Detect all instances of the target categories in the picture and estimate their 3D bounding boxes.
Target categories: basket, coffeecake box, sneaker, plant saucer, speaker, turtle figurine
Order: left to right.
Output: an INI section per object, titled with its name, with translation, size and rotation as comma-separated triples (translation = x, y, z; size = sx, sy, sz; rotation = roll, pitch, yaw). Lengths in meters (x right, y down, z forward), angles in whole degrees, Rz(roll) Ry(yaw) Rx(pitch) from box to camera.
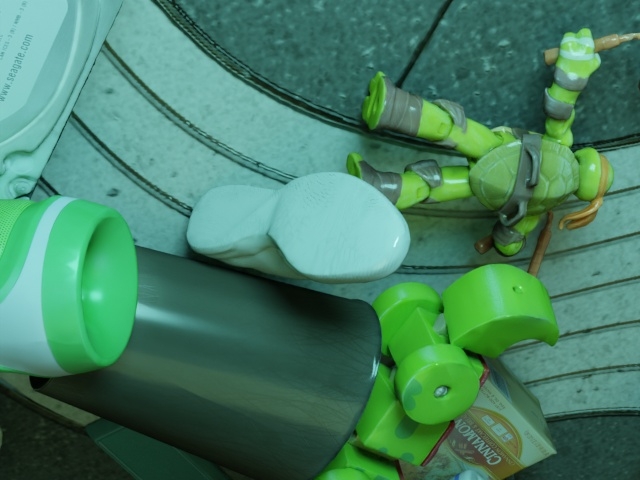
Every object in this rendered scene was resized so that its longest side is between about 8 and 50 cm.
[speaker]
translation = -0.284, 0.029, 0.988
size = 0.296, 0.131, 0.131
rotation = 1, 135, 14
[plant saucer]
translation = -0.137, 0.215, 1.316
size = 0.067, 0.018, 0.192
rotation = -26, 133, 13
[basket]
translation = -0.099, 0.090, 1.120
size = 0.227, 0.154, 0.204
rotation = 21, 143, -23
[sneaker]
translation = 0.000, 0.000, 1.057
size = 0.212, 0.080, 0.094
rotation = 8, 162, 47
[coffeecake box]
translation = 0.097, 0.177, 1.295
size = 0.185, 0.068, 0.142
rotation = -30, 132, 17
[turtle figurine]
translation = 0.132, -0.047, 1.078
size = 0.217, 0.087, 0.269
rotation = 5, 135, -13

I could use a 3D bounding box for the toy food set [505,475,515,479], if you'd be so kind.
[toy food set]
translation = 0.074, 0.368, 1.363
size = 0.306, 0.220, 0.092
rotation = -26, 132, 13

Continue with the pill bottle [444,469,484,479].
[pill bottle]
translation = 0.093, 0.269, 1.278
size = 0.137, 0.078, 0.078
rotation = -29, 131, 16

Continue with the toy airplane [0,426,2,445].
[toy airplane]
translation = -0.404, 0.361, 1.218
size = 0.384, 0.272, 0.386
rotation = -24, 121, -16

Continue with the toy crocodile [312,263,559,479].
[toy crocodile]
translation = 0.058, 0.150, 1.172
size = 0.105, 0.115, 0.340
rotation = 27, 112, -28

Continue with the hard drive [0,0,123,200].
[hard drive]
translation = -0.309, -0.160, 0.903
size = 0.339, 0.064, 0.237
rotation = 17, 127, -24
